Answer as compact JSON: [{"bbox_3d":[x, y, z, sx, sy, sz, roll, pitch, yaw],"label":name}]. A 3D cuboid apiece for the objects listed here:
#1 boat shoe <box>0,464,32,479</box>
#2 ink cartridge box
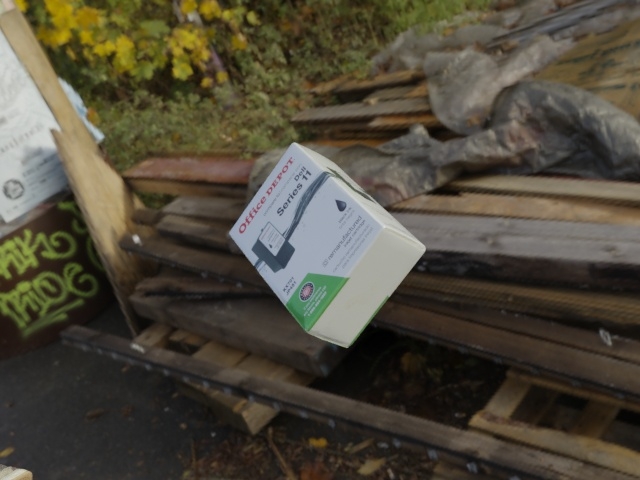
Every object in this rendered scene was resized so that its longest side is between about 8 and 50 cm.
[{"bbox_3d":[-0.704,0.521,1.531,0.092,0.103,0.285,14,9,18],"label":"boat shoe"},{"bbox_3d":[0.000,0.000,0.916,0.153,0.087,0.208,-54,46,11],"label":"ink cartridge box"}]
